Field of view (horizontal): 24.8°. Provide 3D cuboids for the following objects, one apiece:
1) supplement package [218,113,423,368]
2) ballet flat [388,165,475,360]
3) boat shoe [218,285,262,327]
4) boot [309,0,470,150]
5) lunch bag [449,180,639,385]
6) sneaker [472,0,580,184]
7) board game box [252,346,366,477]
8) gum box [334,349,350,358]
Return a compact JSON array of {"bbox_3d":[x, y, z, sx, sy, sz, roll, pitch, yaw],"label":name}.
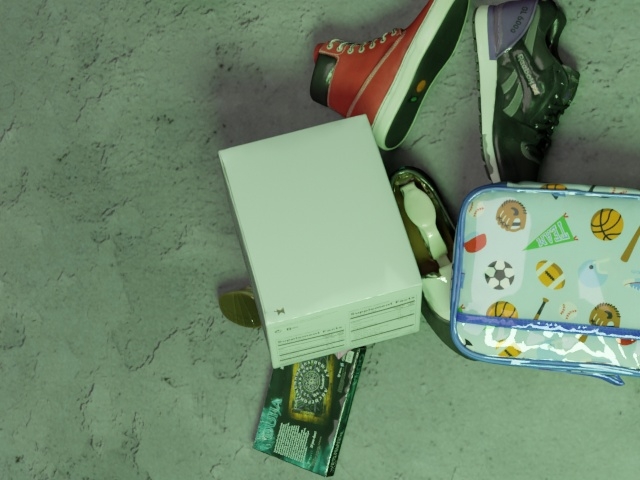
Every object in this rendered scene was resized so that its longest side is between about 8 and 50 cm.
[{"bbox_3d":[0.000,0.000,1.891,0.204,0.145,0.262,-14,64,-5],"label":"supplement package"},{"bbox_3d":[0.151,0.027,1.906,0.095,0.096,0.280,-26,75,1],"label":"ballet flat"},{"bbox_3d":[-0.074,0.089,2.065,0.153,0.048,0.056,-6,108,34],"label":"boat shoe"},{"bbox_3d":[0.083,-0.270,1.979,0.176,0.088,0.244,38,107,26],"label":"boot"},{"bbox_3d":[0.312,0.052,1.778,0.303,0.115,0.243,6,92,10],"label":"lunch bag"},{"bbox_3d":[0.271,-0.174,1.864,0.124,0.107,0.283,-7,83,21],"label":"sneaker"},{"bbox_3d":[-0.017,0.221,2.030,0.126,0.026,0.186,17,95,28],"label":"board game box"},{"bbox_3d":[0.014,0.060,1.977,0.107,0.062,0.188,-35,67,-14],"label":"gum box"}]
